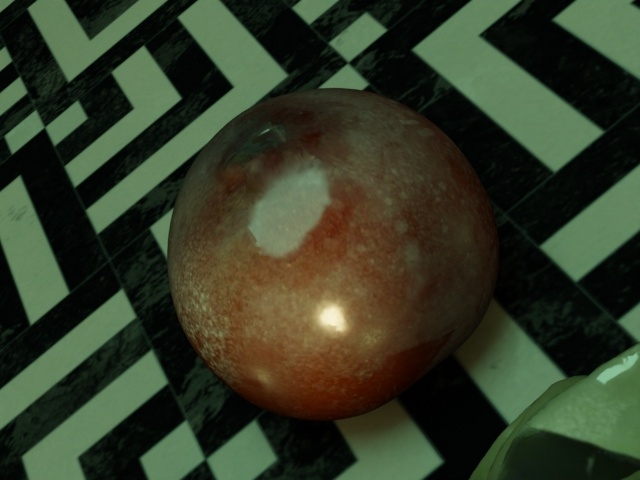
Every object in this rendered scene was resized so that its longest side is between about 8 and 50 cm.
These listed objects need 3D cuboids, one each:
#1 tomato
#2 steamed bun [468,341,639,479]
[{"bbox_3d":[0.000,0.000,0.966,0.270,0.227,0.270,-20,43,20],"label":"tomato"},{"bbox_3d":[0.192,0.201,0.573,0.394,0.237,0.347,-45,47,15],"label":"steamed bun"}]
